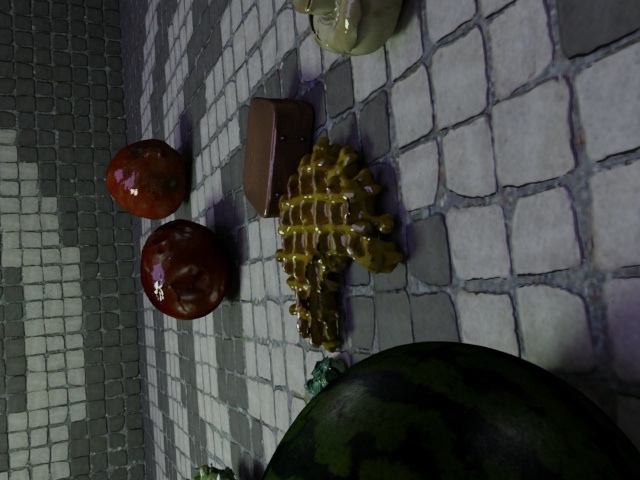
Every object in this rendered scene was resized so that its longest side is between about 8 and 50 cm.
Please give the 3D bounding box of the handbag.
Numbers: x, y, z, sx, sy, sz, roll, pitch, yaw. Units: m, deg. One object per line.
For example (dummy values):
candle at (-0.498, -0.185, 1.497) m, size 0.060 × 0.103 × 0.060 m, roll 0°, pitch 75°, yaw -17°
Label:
handbag at (-0.077, -0.142, 0.943) m, size 0.151 × 0.072 × 0.193 m, roll -141°, pitch 51°, yaw -57°

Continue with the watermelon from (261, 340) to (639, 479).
watermelon at (0.093, 0.216, 0.385) m, size 0.285 × 0.286 × 0.284 m, roll 178°, pitch 90°, yaw -64°

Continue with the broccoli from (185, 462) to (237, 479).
broccoli at (-0.268, 0.649, 1.076) m, size 0.274 × 0.397 × 0.353 m, roll 57°, pitch 144°, yaw 5°

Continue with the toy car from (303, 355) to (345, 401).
toy car at (0.014, 0.261, 0.805) m, size 0.093 × 0.058 × 0.186 m, roll 134°, pitch 140°, yaw -57°

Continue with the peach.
peach at (-0.497, -0.188, 1.646) m, size 0.257 × 0.233 × 0.232 m, roll -39°, pitch 58°, yaw 57°

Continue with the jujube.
jujube at (-0.326, 0.056, 1.344) m, size 0.318 × 0.223 × 0.222 m, roll -136°, pitch 49°, yaw -65°

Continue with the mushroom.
mushroom at (0.027, -0.291, 0.656) m, size 0.154 × 0.123 × 0.154 m, roll 171°, pitch 90°, yaw -69°

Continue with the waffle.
waffle at (0.000, 0.000, 0.800) m, size 0.292 × 0.069 × 0.259 m, roll -63°, pitch 40°, yaw 44°
